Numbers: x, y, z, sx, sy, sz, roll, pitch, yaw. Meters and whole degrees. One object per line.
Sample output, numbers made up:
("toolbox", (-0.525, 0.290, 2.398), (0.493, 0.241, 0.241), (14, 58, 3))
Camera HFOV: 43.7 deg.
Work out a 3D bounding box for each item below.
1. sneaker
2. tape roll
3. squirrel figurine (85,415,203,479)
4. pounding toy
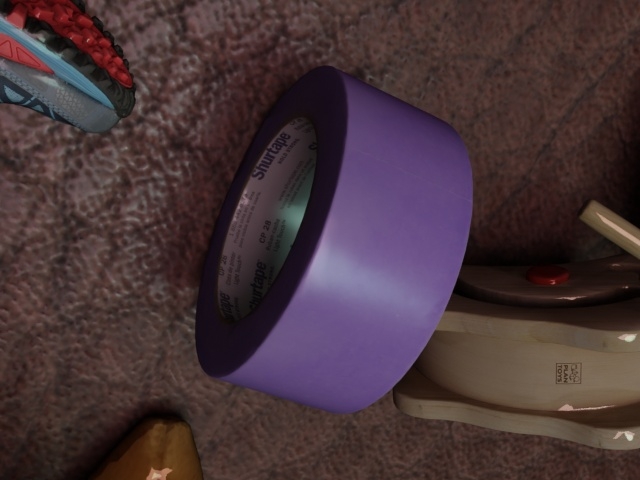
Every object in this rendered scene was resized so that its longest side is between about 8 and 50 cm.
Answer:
("sneaker", (-0.232, -0.112, 0.429), (0.262, 0.104, 0.125), (24, 114, -18))
("tape roll", (0.000, 0.000, 0.471), (0.080, 0.189, 0.189), (22, 98, -22))
("squirrel figurine", (-0.158, 0.358, 0.424), (0.281, 0.370, 0.397), (-10, 108, -15))
("pounding toy", (0.169, 0.030, 0.522), (0.270, 0.154, 0.154), (4, 109, 26))
